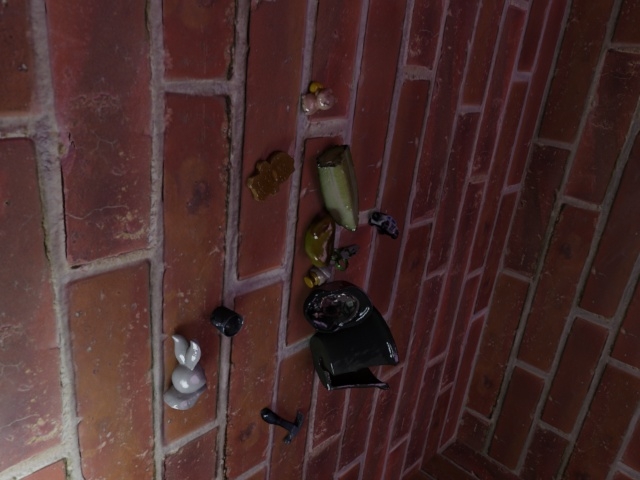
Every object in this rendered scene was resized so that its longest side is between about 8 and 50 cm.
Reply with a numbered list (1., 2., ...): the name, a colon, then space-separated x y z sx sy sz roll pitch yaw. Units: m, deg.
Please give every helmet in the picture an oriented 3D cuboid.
1. helmet: 0.056 0.231 1.916 0.253 0.154 0.198 -33 116 9

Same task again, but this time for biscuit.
1. biscuit: -0.152 -0.204 1.574 0.184 0.027 0.133 -56 141 -15

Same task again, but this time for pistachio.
1. pistachio: 0.001 -0.002 1.815 0.110 0.100 0.189 -23 120 -70

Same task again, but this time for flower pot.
1. flower pot: 0.107 0.438 2.036 0.251 0.379 0.379 -15 123 -21

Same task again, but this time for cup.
1. cup: -0.303 0.249 1.597 0.100 0.077 0.078 16 97 -53

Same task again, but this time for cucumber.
1. cucumber: 0.068 -0.177 1.796 0.325 0.105 0.145 71 28 -42

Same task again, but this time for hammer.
1. hammer: -0.155 0.728 2.065 0.137 0.037 0.290 -54 141 -14

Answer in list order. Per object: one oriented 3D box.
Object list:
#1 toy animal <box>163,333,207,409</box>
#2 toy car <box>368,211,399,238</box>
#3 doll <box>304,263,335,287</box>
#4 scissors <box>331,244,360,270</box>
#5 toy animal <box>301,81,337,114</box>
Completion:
1. toy animal: -0.390 0.380 1.541 0.131 0.104 0.220 4 107 -49
2. toy car: 0.262 -0.068 2.100 0.171 0.080 0.070 36 79 -51
3. doll: 0.002 0.129 1.903 0.127 0.073 0.084 -34 138 -28
4. scissors: 0.099 0.052 1.987 0.027 0.101 0.204 -43 171 32
5. toy animal: -0.001 -0.439 1.582 0.114 0.082 0.091 -32 130 -35
